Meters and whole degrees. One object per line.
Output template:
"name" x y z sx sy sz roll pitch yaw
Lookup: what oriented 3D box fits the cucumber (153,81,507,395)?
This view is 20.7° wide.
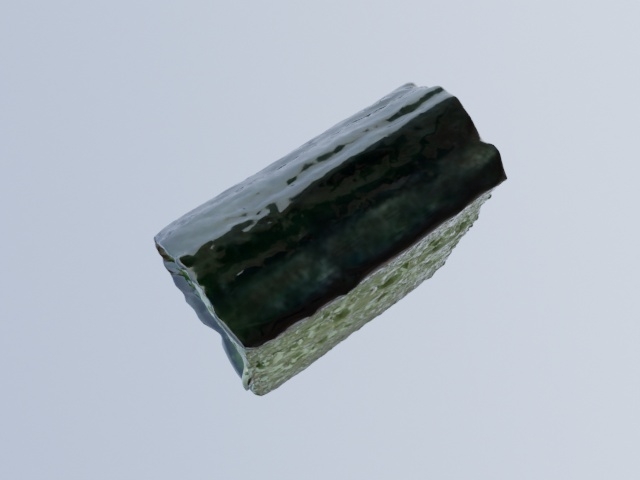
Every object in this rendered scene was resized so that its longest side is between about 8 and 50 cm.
"cucumber" 0.000 0.000 0.608 0.115 0.116 0.062 -31 -99 -16
